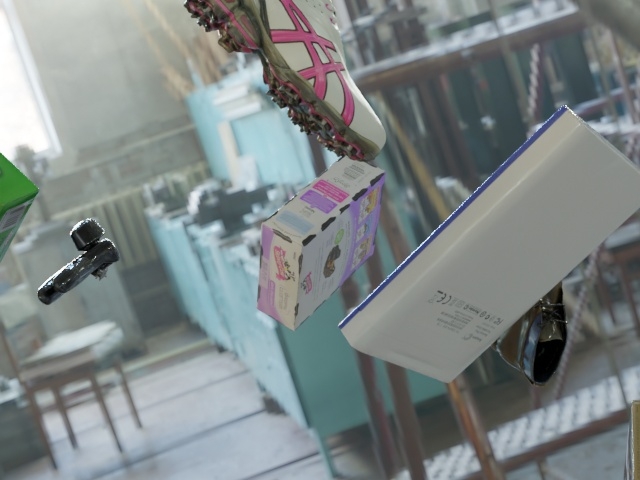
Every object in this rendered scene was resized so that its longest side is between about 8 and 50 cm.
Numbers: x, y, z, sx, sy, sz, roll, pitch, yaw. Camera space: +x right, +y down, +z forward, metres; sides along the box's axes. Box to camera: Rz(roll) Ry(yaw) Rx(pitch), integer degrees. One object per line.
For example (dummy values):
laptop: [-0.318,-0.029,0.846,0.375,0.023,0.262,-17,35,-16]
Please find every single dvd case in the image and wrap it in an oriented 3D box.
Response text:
dvd case: [0.417,0.349,1.659,0.018,0.164,0.221,3,39,10]

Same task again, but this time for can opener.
can opener: [-0.303,0.036,1.536,0.059,0.073,0.186,-43,8,25]

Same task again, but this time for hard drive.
hard drive: [0.191,0.016,1.305,0.319,0.040,0.210,-45,-36,15]

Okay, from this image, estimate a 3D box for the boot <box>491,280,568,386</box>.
boot: [0.279,0.071,1.503,0.082,0.219,0.106,-1,37,-30]

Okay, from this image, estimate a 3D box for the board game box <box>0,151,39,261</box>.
board game box: [-0.511,-0.076,1.509,0.242,0.316,0.064,-54,-12,33]

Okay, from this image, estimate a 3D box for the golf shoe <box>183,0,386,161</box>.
golf shoe: [-0.010,-0.137,0.872,0.086,0.186,0.067,-46,16,-12]

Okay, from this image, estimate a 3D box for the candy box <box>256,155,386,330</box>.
candy box: [0.000,0.000,1.691,0.070,0.165,0.196,29,48,22]
